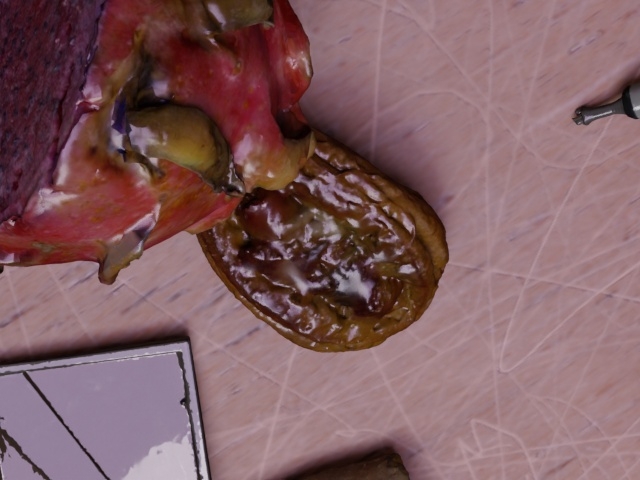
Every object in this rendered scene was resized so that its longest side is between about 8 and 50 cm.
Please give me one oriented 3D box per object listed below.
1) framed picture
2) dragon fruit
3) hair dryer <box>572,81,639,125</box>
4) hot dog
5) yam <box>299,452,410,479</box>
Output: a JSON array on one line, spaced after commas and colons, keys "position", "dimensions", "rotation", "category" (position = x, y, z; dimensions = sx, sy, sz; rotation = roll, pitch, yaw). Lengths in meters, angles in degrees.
[{"position": [-0.183, 0.218, 1.531], "dimensions": [0.189, 0.023, 0.260], "rotation": [-9, 101, 2], "category": "framed picture"}, {"position": [-0.119, -0.109, 1.280], "dimensions": [0.263, 0.296, 0.314], "rotation": [16, 145, -40], "category": "dragon fruit"}, {"position": [0.294, -0.127, 1.434], "dimensions": [0.197, 0.100, 0.057], "rotation": [-15, 117, 22], "category": "hair dryer"}, {"position": [0.001, -0.003, 1.447], "dimensions": [0.227, 0.099, 0.160], "rotation": [31, 108, -16], "category": "hot dog"}, {"position": [-0.060, 0.255, 1.581], "dimensions": [0.299, 0.066, 0.066], "rotation": [-17, 116, 2], "category": "yam"}]
